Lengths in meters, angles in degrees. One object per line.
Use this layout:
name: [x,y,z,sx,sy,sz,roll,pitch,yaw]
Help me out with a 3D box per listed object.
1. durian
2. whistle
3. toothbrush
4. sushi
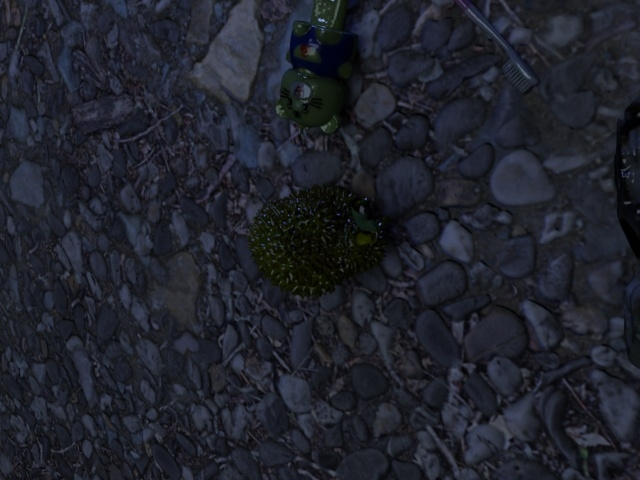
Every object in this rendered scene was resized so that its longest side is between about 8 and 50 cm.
durian: [-0.001,0.000,0.843,0.198,0.159,0.146,-6,110,5]
whistle: [0.000,-0.249,0.821,0.105,0.085,0.228,23,114,21]
toothbrush: [0.163,-0.289,0.729,0.287,0.020,0.025,57,133,12]
sushi: [0.351,0.000,0.592,0.129,0.124,0.333,-9,94,27]
